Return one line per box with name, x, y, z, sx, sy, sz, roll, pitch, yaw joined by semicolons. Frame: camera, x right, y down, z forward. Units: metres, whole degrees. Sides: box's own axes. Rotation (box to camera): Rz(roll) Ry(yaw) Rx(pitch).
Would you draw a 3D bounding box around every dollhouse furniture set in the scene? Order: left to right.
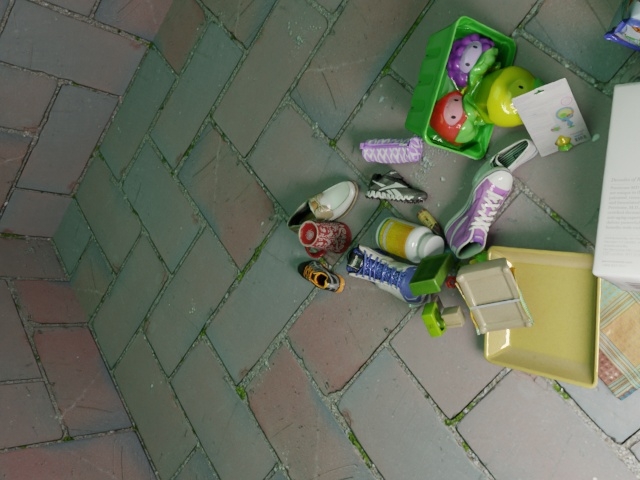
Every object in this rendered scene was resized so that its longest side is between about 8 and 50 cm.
dollhouse furniture set;0.428;0.139;1.701;0.302;0.151;0.197;-15;109;36

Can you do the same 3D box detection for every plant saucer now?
plant saucer;0.595;0.186;1.623;0.333;0.081;0.332;6;97;52

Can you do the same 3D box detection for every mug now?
mug;0.008;0.001;2.130;0.113;0.169;0.150;24;100;39

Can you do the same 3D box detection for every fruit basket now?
fruit basket;0.459;-0.421;1.752;0.392;0.283;0.391;-24;61;53

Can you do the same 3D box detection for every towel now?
towel;0.792;0.182;1.528;0.370;0.040;0.271;-51;55;24

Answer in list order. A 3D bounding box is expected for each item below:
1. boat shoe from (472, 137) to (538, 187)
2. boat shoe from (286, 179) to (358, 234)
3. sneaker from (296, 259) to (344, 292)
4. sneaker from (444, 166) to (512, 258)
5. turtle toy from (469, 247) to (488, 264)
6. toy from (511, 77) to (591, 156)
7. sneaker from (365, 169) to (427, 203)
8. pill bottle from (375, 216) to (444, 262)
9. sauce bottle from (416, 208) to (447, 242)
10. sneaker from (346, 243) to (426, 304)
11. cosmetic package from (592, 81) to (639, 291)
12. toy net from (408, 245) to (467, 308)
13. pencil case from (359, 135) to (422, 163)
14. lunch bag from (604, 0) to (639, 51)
boat shoe;0.521;-0.225;1.778;0.226;0.076;0.083;-43;60;29
boat shoe;0.005;-0.113;2.188;0.302;0.103;0.113;-40;61;30
sneaker;-0.013;0.123;2.192;0.215;0.083;0.084;21;100;41
sneaker;0.469;-0.066;1.751;0.161;0.102;0.282;-92;27;-58
turtle toy;0.483;0.063;1.784;0.095;0.066;0.130;-31;63;5
toy;0.611;-0.332;1.623;0.137;0.237;0.056;-19;44;29
sneaker;0.248;-0.178;2.005;0.234;0.078;0.106;10;94;43
pill bottle;0.280;0.002;1.912;0.208;0.118;0.117;22;100;49
sauce bottle;0.352;-0.044;1.925;0.042;0.042;0.128;-51;55;24
sneaker;0.183;0.100;1.930;0.315;0.182;0.127;29;102;50
cosmetic package;0.767;-0.116;1.419;0.162;0.230;0.453;3;79;42
toy net;0.361;0.132;1.900;0.122;0.045;0.232;48;117;31
pencil case;0.236;-0.298;2.023;0.206;0.088;0.086;3;85;41
lunch bag;0.909;-0.540;1.359;0.386;0.239;0.327;27;104;5
